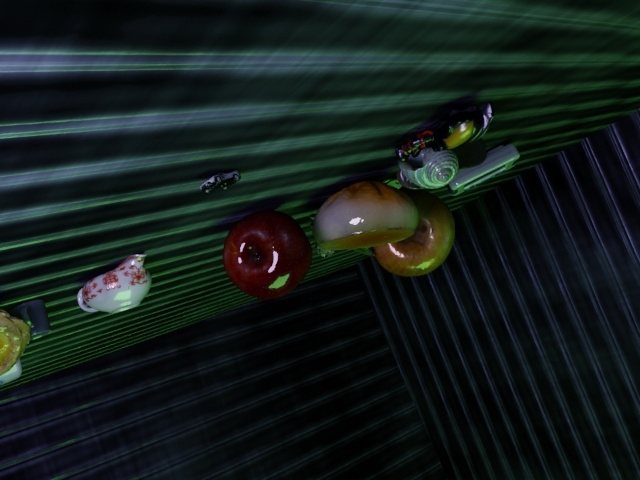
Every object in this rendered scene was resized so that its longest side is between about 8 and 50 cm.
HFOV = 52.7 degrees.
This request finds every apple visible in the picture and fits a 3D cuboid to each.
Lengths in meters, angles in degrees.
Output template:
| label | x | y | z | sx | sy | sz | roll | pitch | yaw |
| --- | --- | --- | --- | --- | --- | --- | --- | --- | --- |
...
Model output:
| label | x | y | z | sx | sy | sz | roll | pitch | yaw |
| --- | --- | --- | --- | --- | --- | --- | --- | --- | --- |
| apple | 0.299 | -0.027 | 2.152 | 0.298 | 0.299 | 0.275 | -23 | 176 | -3 |
| apple | -0.128 | 0.034 | 1.578 | 0.218 | 0.218 | 0.201 | -27 | 180 | 21 |

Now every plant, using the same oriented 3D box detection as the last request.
| label | x | y | z | sx | sy | sz | roll | pitch | yaw |
| --- | --- | --- | --- | --- | --- | --- | --- | --- | --- |
| plant | 0.000 | 0.000 | 2.356 | 0.121 | 0.105 | 0.117 | 6 | 133 | 4 |

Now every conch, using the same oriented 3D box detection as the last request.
| label | x | y | z | sx | sy | sz | roll | pitch | yaw |
| --- | --- | --- | --- | --- | --- | --- | --- | --- | --- |
| conch | 0.265 | -0.178 | 1.586 | 0.135 | 0.102 | 0.153 | -17 | -164 | -10 |

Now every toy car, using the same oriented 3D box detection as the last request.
| label | x | y | z | sx | sy | sz | roll | pitch | yaw |
| --- | --- | --- | --- | --- | --- | --- | --- | --- | --- |
| toy car | -0.181 | -0.107 | 1.160 | 0.041 | 0.025 | 0.093 | -30 | 174 | 30 |

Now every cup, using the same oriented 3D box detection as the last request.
| label | x | y | z | sx | sy | sz | roll | pitch | yaw |
| --- | --- | --- | --- | --- | --- | --- | --- | --- | --- |
| cup | -0.668 | 0.184 | 1.489 | 0.078 | 0.077 | 0.100 | -22 | 172 | -14 |

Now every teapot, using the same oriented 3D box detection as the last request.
| label | x | y | z | sx | sy | sz | roll | pitch | yaw |
| --- | --- | --- | --- | --- | --- | --- | --- | --- | --- |
| teapot | -0.488 | 0.115 | 1.527 | 0.245 | 0.116 | 0.159 | -20 | -175 | 21 |

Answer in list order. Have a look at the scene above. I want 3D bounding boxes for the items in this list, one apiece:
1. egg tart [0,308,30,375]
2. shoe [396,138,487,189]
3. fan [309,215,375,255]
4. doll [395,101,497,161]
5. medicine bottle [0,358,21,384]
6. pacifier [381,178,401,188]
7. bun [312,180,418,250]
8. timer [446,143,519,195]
| label | x | y | z | sx | sy | sz | roll | pitch | yaw |
| --- | --- | --- | --- | --- | --- | --- | --- | --- | --- |
| egg tart | -0.724 | 0.213 | 1.289 | 0.278 | 0.095 | 0.279 | -25 | 152 | -14 |
| shoe | 0.313 | -0.206 | 1.725 | 0.274 | 0.103 | 0.098 | -18 | -176 | -23 |
| fan | 0.051 | -0.015 | 2.061 | 0.229 | 0.011 | 0.335 | 21 | 171 | 36 |
| doll | 0.287 | -0.239 | 1.448 | 0.248 | 0.088 | 0.127 | -22 | -155 | 41 |
| medicine bottle | -0.815 | 0.282 | 1.434 | 0.254 | 0.152 | 0.152 | -21 | 172 | -33 |
| pacifier | 0.207 | -0.148 | 1.918 | 0.083 | 0.064 | 0.068 | -29 | 154 | 30 |
| bun | 0.119 | -0.076 | 1.773 | 0.298 | 0.165 | 0.299 | -6 | 170 | -1 |
| timer | 0.552 | -0.248 | 2.226 | 0.253 | 0.078 | 0.178 | -26 | 170 | 7 |
